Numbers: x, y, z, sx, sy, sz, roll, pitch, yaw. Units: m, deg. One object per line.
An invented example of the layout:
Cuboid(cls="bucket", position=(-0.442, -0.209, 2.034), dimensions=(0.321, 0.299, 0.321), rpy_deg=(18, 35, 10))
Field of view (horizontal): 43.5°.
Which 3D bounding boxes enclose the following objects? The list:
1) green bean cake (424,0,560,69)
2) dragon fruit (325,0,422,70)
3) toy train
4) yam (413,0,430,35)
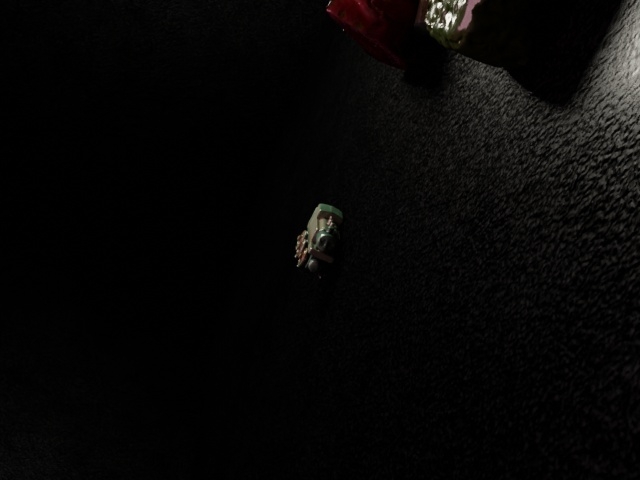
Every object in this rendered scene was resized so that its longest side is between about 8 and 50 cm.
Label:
Cuboid(cls="green bean cake", position=(0.234, -0.357, 1.031), dimensions=(0.222, 0.125, 0.248), rpy_deg=(-97, 28, -68))
Cuboid(cls="dragon fruit", position=(0.136, -0.425, 1.578), dimensions=(0.163, 0.261, 0.189), rpy_deg=(-34, 68, 15))
Cuboid(cls="toy train", position=(0.000, 0.000, 1.761), dimensions=(0.194, 0.080, 0.125), rpy_deg=(-95, 30, -69))
Cuboid(cls="yam", position=(0.211, -0.450, 1.519), dimensions=(0.054, 0.054, 0.132), rpy_deg=(132, 154, -65))
